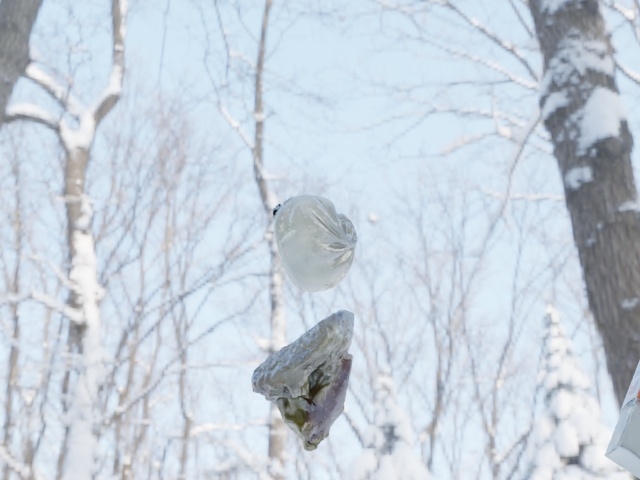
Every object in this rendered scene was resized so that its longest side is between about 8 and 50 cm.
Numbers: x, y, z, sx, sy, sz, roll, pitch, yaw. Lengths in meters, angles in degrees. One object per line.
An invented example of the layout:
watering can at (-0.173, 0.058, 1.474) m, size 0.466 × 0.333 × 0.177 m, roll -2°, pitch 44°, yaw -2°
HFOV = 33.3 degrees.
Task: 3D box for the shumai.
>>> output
shumai at (-0.002, 0.130, 1.077) m, size 0.123 × 0.139 × 0.105 m, roll -37°, pitch -70°, yaw 7°

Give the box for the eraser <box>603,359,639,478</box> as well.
eraser at (0.384, 0.155, 1.044) m, size 0.157 × 0.230 × 0.038 m, roll 32°, pitch -34°, yaw 2°

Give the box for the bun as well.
bun at (0.000, 0.000, 1.810) m, size 0.119 × 0.173 × 0.173 m, roll -17°, pitch -36°, yaw 17°
